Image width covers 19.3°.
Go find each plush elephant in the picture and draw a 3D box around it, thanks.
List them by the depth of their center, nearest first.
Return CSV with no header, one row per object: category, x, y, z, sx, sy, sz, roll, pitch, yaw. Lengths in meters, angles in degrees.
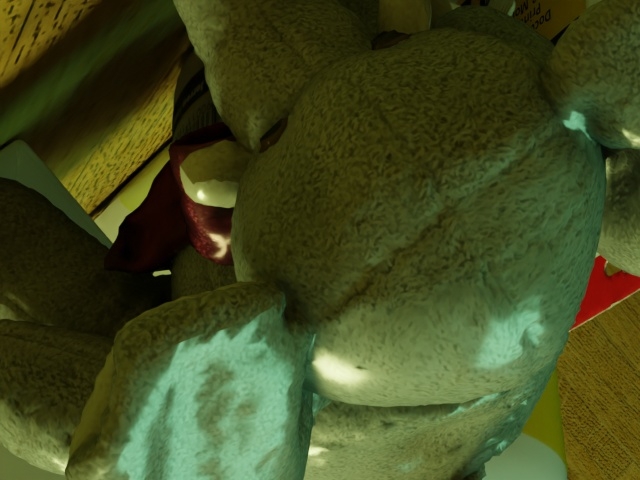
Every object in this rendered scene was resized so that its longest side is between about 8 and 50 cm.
plush elephant,0.006,-0.011,0.641,0.272,0.330,0.255,-32,158,-16

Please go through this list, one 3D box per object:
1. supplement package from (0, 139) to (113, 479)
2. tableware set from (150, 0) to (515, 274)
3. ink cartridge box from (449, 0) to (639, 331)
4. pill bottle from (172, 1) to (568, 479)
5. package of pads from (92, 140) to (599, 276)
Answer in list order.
supplement package,-0.173,0.079,0.888,0.139,0.134,0.244,-40,179,-27
tableware set,-0.006,-0.051,0.832,0.194,0.128,0.039,-65,151,-20
ink cartridge box,0.155,-0.097,1.268,0.309,0.130,0.272,137,-41,-59
pill bottle,0.021,0.060,0.914,0.188,0.334,0.188,-2,153,-1
package of pads,0.000,0.000,1.188,0.296,0.229,0.101,-43,159,25
